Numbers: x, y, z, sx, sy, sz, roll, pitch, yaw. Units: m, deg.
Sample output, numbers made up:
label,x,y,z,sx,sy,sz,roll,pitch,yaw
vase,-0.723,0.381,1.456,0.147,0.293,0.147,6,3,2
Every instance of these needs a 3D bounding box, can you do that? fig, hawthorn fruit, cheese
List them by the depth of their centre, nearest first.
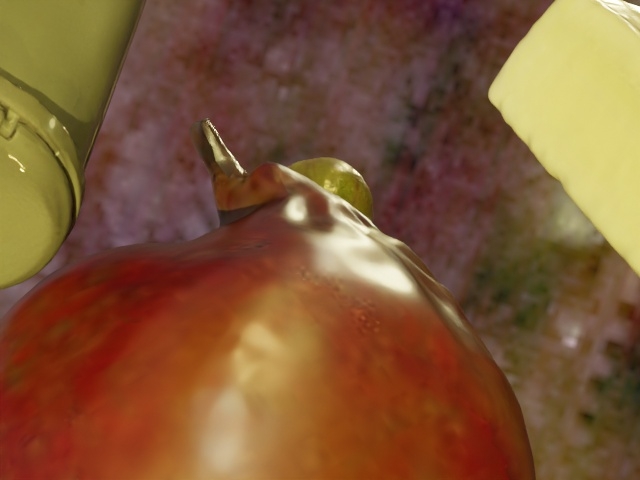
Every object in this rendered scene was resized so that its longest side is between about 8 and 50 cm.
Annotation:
label,x,y,z,sx,sy,sz,roll,pitch,yaw
hawthorn fruit,-0.039,0.147,0.857,0.325,0.308,0.308,-54,-16,-30
cheese,0.270,-0.028,1.239,0.242,0.265,0.124,25,-68,-46
fig,-0.003,0.009,1.460,0.093,0.093,0.166,100,172,-45

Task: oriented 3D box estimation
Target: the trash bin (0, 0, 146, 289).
label,x,y,z,sx,sy,sz,roll,pitch,yaw
trash bin,-0.193,-0.131,0.879,0.121,0.243,0.247,-41,23,41
